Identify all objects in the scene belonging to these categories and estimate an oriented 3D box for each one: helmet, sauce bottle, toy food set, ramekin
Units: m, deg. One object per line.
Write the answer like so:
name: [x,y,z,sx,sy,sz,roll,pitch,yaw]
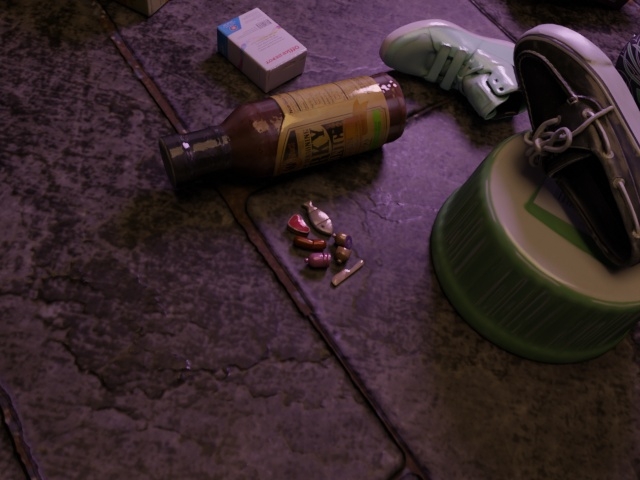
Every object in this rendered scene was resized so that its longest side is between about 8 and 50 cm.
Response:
helmet: [0.586,-0.277,0.955,0.162,0.169,0.169,14,56,-21]
sauce bottle: [-0.048,-0.150,0.793,0.345,0.111,0.111,-19,64,-18]
toy food set: [0.000,0.000,0.761,0.078,0.019,0.122,-36,71,-27]
ramekin: [0.315,-0.005,0.747,0.304,0.148,0.303,5,58,-8]

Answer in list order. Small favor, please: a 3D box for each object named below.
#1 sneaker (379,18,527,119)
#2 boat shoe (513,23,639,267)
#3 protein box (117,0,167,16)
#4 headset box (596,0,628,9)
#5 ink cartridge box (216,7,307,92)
sneaker: [0.227,-0.272,0.920,0.256,0.094,0.151,4,53,-11]
boat shoe: [0.296,-0.112,0.657,0.105,0.113,0.306,-23,81,-16]
protein box: [-0.319,-0.520,0.948,0.201,0.136,0.199,27,58,7]
headset box: [0.498,-0.611,1.131,0.293,0.110,0.218,7,57,-24]
ink cartridge box: [-0.094,-0.306,0.910,0.088,0.052,0.122,-38,71,-27]
